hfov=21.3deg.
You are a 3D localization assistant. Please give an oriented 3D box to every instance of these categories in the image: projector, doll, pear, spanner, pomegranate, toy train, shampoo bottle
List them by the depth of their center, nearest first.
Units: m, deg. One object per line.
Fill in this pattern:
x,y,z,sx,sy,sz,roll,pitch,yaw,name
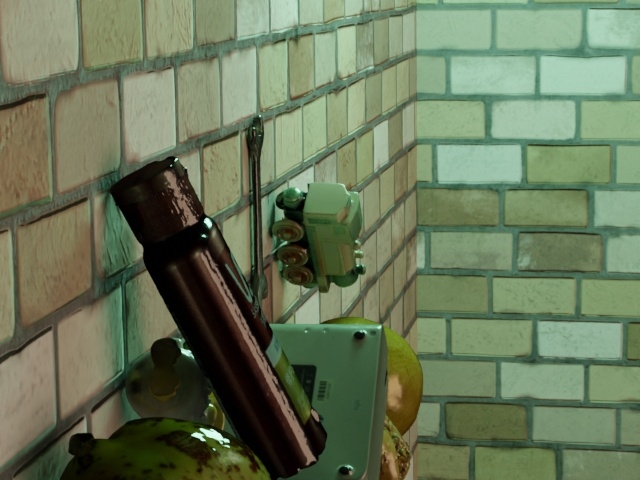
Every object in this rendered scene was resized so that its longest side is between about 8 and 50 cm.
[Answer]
-0.108,0.268,1.421,0.222,0.277,0.204,-34,133,-33,pomegranate
-0.097,0.074,1.654,0.129,0.084,0.323,-89,154,-74,shampoo bottle
-0.144,0.165,1.722,0.207,0.081,0.129,72,13,-64,doll
-0.028,0.215,2.030,0.108,0.198,0.250,79,15,-50,projector
-0.082,-0.035,2.214,0.054,0.015,0.254,-38,128,-74,spanner
0.000,0.000,2.366,0.194,0.125,0.080,77,21,-50,toy train
0.034,0.207,2.385,0.209,0.209,0.208,1,90,-79,pear

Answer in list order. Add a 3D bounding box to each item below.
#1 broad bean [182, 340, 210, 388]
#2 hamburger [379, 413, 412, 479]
-0.126,0.140,1.910,0.195,0.046,0.061,31,73,-73,broad bean
0.006,0.278,2.216,0.108,0.214,0.213,-64,153,-58,hamburger
